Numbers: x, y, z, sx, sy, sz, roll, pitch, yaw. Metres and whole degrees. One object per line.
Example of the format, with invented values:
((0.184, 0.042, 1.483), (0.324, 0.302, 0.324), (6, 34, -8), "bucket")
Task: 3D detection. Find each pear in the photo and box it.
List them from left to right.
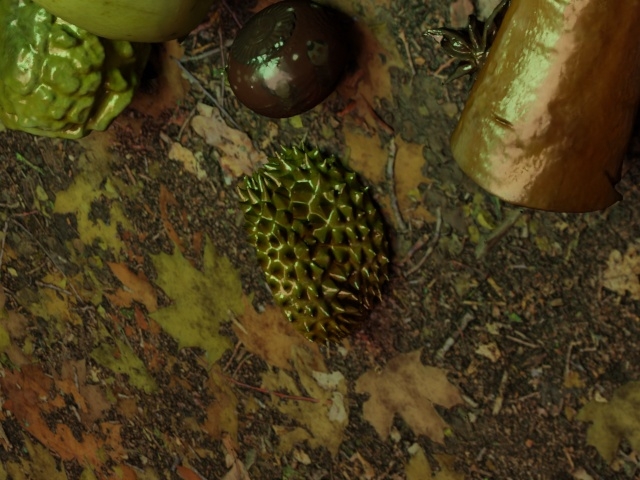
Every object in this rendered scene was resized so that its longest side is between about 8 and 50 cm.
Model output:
((-0.238, -0.389, 1.559), (0.309, 0.309, 0.309), (18, 123, 31), "pear")

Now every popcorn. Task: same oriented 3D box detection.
((-0.344, -0.259, 1.775), (0.249, 0.225, 0.249), (17, 112, 48), "popcorn")

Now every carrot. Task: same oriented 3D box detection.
((0.256, -0.180, 1.344), (0.196, 0.196, 0.254), (30, 128, 23), "carrot")

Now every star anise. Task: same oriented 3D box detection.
((0.192, -0.203, 1.474), (0.124, 0.056, 0.129), (-24, 109, 24), "star anise")

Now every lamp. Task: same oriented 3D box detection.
((-0.034, -0.216, 1.597), (0.135, 0.156, 0.157), (42, -175, -39), "lamp")

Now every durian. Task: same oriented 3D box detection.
((0.002, -0.001, 1.699), (0.186, 0.154, 0.260), (-40, 93, 19), "durian")
